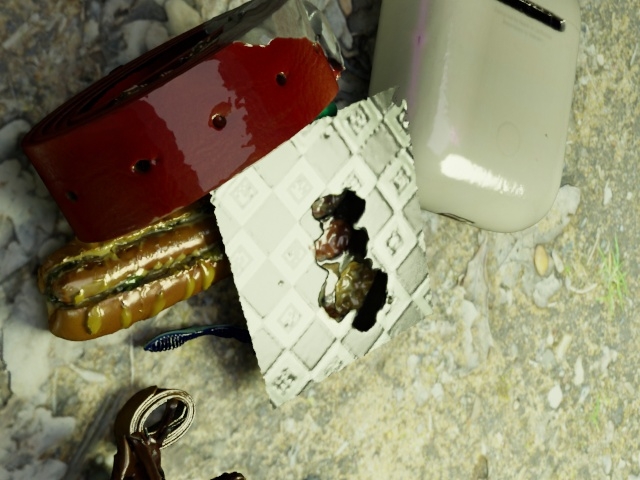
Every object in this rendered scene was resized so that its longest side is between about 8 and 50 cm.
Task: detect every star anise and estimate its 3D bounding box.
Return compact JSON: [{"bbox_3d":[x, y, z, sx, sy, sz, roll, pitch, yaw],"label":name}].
[{"bbox_3d":[-0.163,0.291,1.142,0.220,0.126,0.190,-40,85,-10],"label":"star anise"}]

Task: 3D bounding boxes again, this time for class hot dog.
[{"bbox_3d":[-0.162,0.012,1.198,0.269,0.072,0.115,-29,98,-36],"label":"hot dog"}]

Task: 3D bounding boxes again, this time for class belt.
[{"bbox_3d":[-0.166,0.179,1.206,0.083,0.036,0.059,-29,105,-38],"label":"belt"},{"bbox_3d":[-0.123,-0.128,1.135,0.324,0.227,0.115,-38,113,-28],"label":"belt"}]

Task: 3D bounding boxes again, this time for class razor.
[{"bbox_3d":[-0.119,0.103,1.255,0.154,0.044,0.028,2,57,-37],"label":"razor"}]

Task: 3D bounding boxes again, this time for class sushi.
[{"bbox_3d":[0.000,0.000,1.294,0.264,0.050,0.290,-28,120,-30],"label":"sushi"}]

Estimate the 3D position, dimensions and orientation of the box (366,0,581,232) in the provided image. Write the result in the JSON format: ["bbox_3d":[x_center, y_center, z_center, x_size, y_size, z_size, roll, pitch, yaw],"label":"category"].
[{"bbox_3d":[0.187,-0.196,1.447,0.288,0.141,0.349,16,78,-36],"label":"box"}]

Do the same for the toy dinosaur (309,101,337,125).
[{"bbox_3d":[-0.027,-0.132,1.295,0.096,0.132,0.059,-11,98,6],"label":"toy dinosaur"}]
